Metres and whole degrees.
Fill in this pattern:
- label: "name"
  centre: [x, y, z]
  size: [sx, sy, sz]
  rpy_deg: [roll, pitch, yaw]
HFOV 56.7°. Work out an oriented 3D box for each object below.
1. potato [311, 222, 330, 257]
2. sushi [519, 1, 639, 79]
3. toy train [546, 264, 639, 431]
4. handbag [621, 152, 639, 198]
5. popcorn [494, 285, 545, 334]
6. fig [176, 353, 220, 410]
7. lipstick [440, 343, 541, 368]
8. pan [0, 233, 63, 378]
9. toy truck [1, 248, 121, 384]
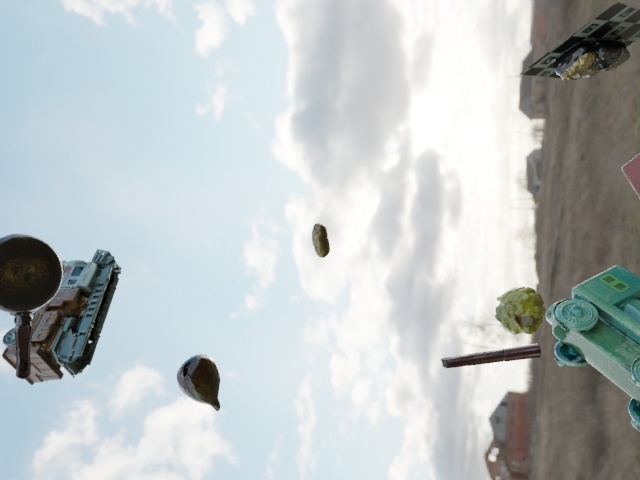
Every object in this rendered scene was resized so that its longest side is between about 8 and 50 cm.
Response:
- label: "potato"
  centre: [0.000, 0.000, 1.378]
  size: [0.051, 0.040, 0.083]
  rpy_deg: [2, -100, -71]
- label: "sushi"
  centre: [0.495, -0.323, 1.049]
  size: [0.215, 0.192, 0.050]
  rpy_deg: [-9, -106, -39]
- label: "toy train"
  centre: [0.512, 0.168, 0.944]
  size: [0.298, 0.194, 0.120]
  rpy_deg: [49, 159, 53]
- label: "handbag"
  centre: [0.283, -0.052, 0.322]
  size: [0.063, 0.190, 0.127]
  rpy_deg: [20, -137, -30]
- label: "popcorn"
  centre: [0.465, 0.166, 1.389]
  size: [0.120, 0.106, 0.116]
  rpy_deg: [122, 140, -53]
- label: "fig"
  centre: [-0.301, 0.371, 1.532]
  size: [0.154, 0.109, 0.103]
  rpy_deg: [49, -171, 4]
- label: "lipstick"
  centre: [0.309, 0.213, 1.082]
  size: [0.027, 0.177, 0.027]
  rpy_deg: [-9, -90, -84]
- label: "pan"
  centre: [-0.423, 0.096, 0.838]
  size: [0.115, 0.040, 0.211]
  rpy_deg: [-3, -84, -37]
- label: "toy truck"
  centre: [-0.594, 0.170, 1.429]
  size: [0.338, 0.185, 0.132]
  rpy_deg: [-81, -20, -44]
